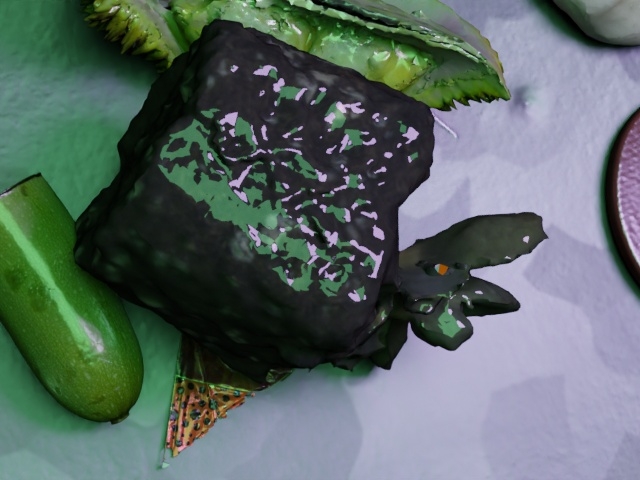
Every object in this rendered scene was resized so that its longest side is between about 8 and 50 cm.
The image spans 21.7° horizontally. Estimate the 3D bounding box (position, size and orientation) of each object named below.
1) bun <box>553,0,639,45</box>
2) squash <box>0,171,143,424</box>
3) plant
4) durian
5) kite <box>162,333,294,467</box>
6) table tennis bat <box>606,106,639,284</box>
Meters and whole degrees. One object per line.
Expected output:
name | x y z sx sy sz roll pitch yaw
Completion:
bun | 0.268 -0.255 1.396 0.183 0.102 0.183 4 74 -13
squash | -0.189 0.049 1.228 0.095 0.095 0.188 -36 91 -18
plant | 0.000 0.000 1.192 0.312 0.215 0.213 34 67 -16
durian | -0.027 -0.183 1.272 0.352 0.169 0.158 16 75 -9
kite | -0.064 0.063 1.294 0.222 0.008 0.125 -32 87 -18
table tennis bat | 0.356 0.012 1.390 0.200 0.038 0.310 -24 84 -17
